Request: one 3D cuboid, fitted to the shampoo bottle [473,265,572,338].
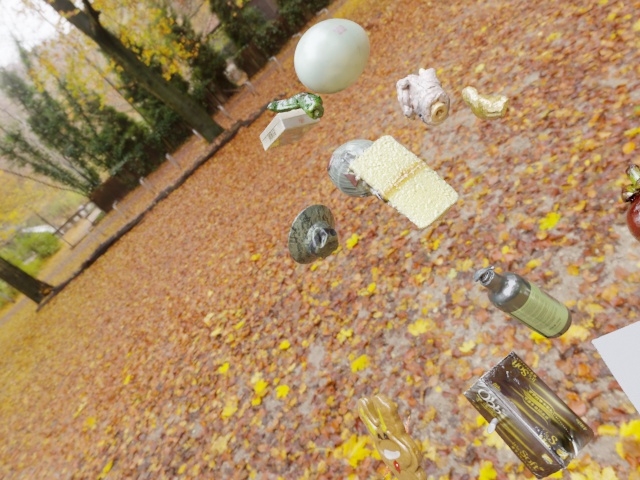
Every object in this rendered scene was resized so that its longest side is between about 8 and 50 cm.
[{"bbox_3d":[0.498,0.145,1.094,0.101,0.284,0.101,-51,19,26],"label":"shampoo bottle"}]

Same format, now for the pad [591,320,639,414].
[{"bbox_3d":[0.866,0.348,1.147,0.160,0.009,0.265,-29,46,16],"label":"pad"}]

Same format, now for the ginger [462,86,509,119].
[{"bbox_3d":[0.518,-0.412,1.359,0.081,0.115,0.205,-26,36,1],"label":"ginger"}]

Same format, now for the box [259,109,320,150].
[{"bbox_3d":[-0.106,-0.372,1.458,0.141,0.058,0.201,-22,0,-25],"label":"box"}]

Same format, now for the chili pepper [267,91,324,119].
[{"bbox_3d":[-0.054,-0.342,1.096,0.182,0.050,0.073,18,65,45],"label":"chili pepper"}]

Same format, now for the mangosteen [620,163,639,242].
[{"bbox_3d":[0.895,-0.099,1.133,0.215,0.215,0.257,-31,62,24],"label":"mangosteen"}]

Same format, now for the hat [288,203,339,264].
[{"bbox_3d":[0.000,0.000,1.740,0.265,0.265,0.128,-47,47,-9],"label":"hat"}]

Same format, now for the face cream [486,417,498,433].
[{"bbox_3d":[0.553,0.591,1.398,0.021,0.083,0.040,29,101,30],"label":"face cream"}]

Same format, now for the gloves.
[{"bbox_3d":[0.218,-0.306,0.947,0.094,0.110,0.144,-24,27,-7],"label":"gloves"}]

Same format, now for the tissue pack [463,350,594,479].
[{"bbox_3d":[0.718,0.608,1.546,0.210,0.198,0.370,-27,59,-26],"label":"tissue pack"}]

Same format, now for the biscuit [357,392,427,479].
[{"bbox_3d":[0.205,0.578,1.236,0.044,0.295,0.186,-23,-13,-31],"label":"biscuit"}]

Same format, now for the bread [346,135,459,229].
[{"bbox_3d":[0.221,-0.151,1.135,0.142,0.266,0.178,-49,-14,19],"label":"bread"}]

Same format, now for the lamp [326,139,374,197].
[{"bbox_3d":[0.149,-0.281,1.693,0.265,0.233,0.233,29,72,37],"label":"lamp"}]

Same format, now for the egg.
[{"bbox_3d":[0.038,-0.508,1.201,0.183,0.183,0.264,-13,27,48],"label":"egg"}]

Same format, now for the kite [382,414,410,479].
[{"bbox_3d":[0.249,0.666,1.375,0.125,0.008,0.222,102,-166,-80],"label":"kite"}]
